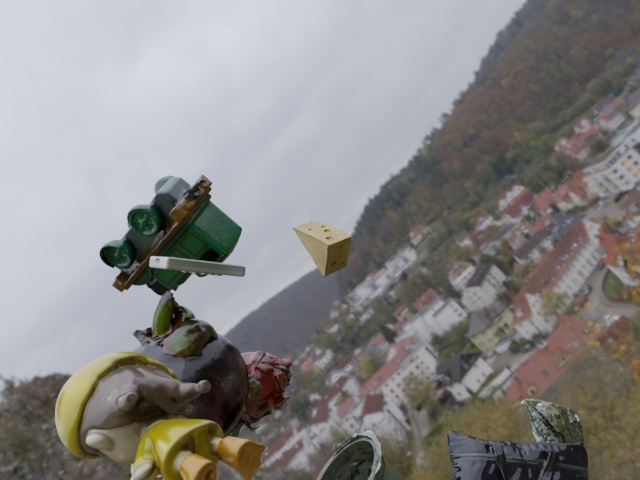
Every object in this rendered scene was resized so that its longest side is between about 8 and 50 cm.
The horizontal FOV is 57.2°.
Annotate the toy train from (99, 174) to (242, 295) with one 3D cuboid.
[{"bbox_3d":[-0.372,0.004,1.477,0.429,0.249,0.178,-42,16,34],"label":"toy train"}]

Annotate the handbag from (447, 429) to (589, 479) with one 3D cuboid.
[{"bbox_3d":[0.335,0.432,0.976,0.088,0.255,0.211,101,173,-63],"label":"handbag"}]

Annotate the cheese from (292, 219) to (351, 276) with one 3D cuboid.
[{"bbox_3d":[0.000,0.000,1.777,0.093,0.171,0.126,-25,-39,-32],"label":"cheese"}]

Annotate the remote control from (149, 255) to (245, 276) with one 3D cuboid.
[{"bbox_3d":[-0.250,0.055,1.221,0.190,0.029,0.088,9,-5,-40],"label":"remote control"}]

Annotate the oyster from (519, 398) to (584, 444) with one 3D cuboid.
[{"bbox_3d":[0.719,0.588,1.786,0.158,0.351,0.162,-33,26,20],"label":"oyster"}]

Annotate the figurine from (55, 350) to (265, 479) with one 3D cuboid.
[{"bbox_3d":[-0.265,0.298,0.939,0.215,0.344,0.187,19,-94,-57],"label":"figurine"}]

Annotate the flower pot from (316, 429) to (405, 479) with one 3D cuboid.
[{"bbox_3d":[0.138,0.693,1.544,0.290,0.259,0.290,-45,10,10],"label":"flower pot"}]

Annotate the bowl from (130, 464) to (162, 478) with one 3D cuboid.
[{"bbox_3d":[-0.474,0.621,1.811,0.238,0.126,0.238,-11,2,0],"label":"bowl"}]

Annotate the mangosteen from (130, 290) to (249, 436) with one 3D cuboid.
[{"bbox_3d":[-0.325,0.307,1.318,0.306,0.359,0.306,-12,26,6],"label":"mangosteen"}]

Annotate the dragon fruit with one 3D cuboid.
[{"bbox_3d":[-0.181,0.415,1.555,0.198,0.200,0.269,-66,-15,-75],"label":"dragon fruit"}]
